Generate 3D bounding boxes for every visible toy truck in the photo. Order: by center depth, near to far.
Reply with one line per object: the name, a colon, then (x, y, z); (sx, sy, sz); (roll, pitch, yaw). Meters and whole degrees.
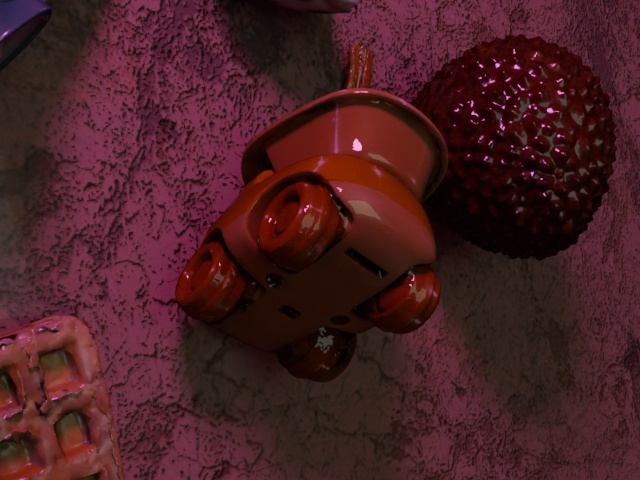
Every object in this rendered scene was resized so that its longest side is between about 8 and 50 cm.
toy truck: (0.000, 0.000, 0.836); (0.204, 0.288, 0.212); (33, 42, -28)

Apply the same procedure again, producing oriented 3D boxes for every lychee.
lychee: (0.247, -0.119, 1.023); (0.275, 0.275, 0.304); (14, 49, -36)

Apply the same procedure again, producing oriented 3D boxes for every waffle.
waffle: (-0.281, 0.270, 0.682); (0.261, 0.114, 0.376); (-17, 96, -40)

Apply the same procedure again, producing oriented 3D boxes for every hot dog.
hot dog: (0.047, -0.217, 1.036); (0.037, 0.021, 0.083); (15, 77, -25)

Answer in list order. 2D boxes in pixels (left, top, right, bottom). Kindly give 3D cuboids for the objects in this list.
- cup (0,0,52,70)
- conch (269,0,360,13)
cup: (-0.342, -0.199, 0.649); (0.173, 0.167, 0.300); (47, 33, -18)
conch: (-0.053, -0.376, 0.892); (0.148, 0.183, 0.275); (-16, 90, -6)
